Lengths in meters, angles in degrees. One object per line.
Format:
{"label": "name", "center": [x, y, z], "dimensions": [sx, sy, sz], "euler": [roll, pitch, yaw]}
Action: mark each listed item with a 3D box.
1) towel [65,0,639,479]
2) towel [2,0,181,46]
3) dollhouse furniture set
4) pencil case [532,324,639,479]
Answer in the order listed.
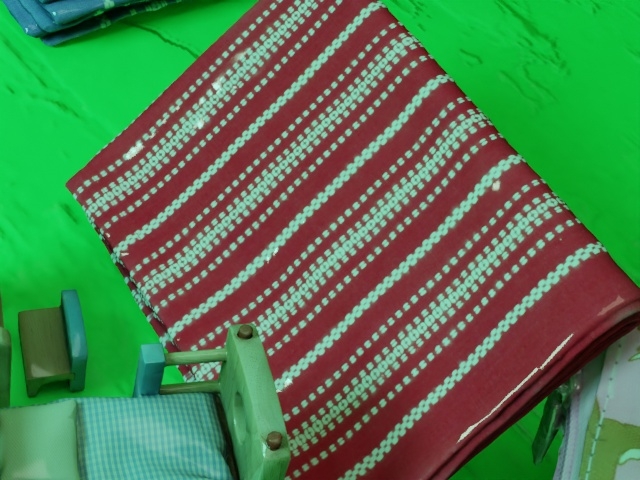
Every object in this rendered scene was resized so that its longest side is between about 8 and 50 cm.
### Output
{"label": "towel", "center": [0.000, 0.000, 0.608], "dimensions": [0.199, 0.031, 0.275], "euler": [-42, 59, 8]}
{"label": "towel", "center": [-0.102, -0.250, 0.890], "dimensions": [0.336, 0.040, 0.243], "euler": [-21, 55, -31]}
{"label": "dollhouse furniture set", "center": [-0.105, 0.054, 0.550], "dimensions": [0.129, 0.129, 0.184], "euler": [-4, 51, -18]}
{"label": "pencil case", "center": [0.139, 0.194, 0.476], "dimensions": [0.167, 0.160, 0.386], "euler": [-5, 41, 28]}
